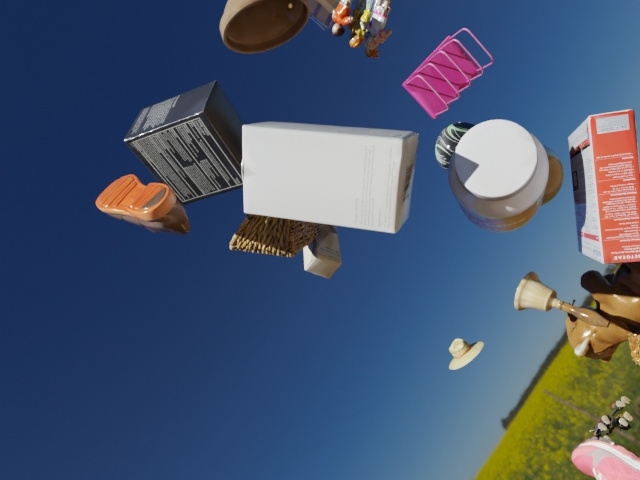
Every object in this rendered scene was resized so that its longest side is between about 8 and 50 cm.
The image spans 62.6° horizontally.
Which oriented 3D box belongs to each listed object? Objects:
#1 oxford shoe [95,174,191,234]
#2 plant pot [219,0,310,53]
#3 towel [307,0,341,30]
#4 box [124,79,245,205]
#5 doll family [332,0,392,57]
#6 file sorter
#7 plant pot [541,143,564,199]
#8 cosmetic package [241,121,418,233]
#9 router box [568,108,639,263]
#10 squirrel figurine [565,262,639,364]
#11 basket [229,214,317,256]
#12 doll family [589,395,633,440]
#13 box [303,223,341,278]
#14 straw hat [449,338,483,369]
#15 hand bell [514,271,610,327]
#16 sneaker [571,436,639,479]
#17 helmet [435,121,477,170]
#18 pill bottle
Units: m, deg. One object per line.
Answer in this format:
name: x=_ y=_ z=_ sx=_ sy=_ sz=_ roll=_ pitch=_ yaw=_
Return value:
oxford shoe: x=-0.475 y=-0.080 z=1.388 sx=0.130 sy=0.363 sz=0.133 roll=-51 pitch=-48 yaw=-20
plant pot: x=-0.154 y=-0.592 z=1.344 sx=0.237 sy=0.110 sz=0.237 roll=-21 pitch=-9 yaw=-3
towel: x=0.018 y=-0.901 z=1.806 sx=0.209 sy=0.034 sz=0.285 roll=32 pitch=-96 yaw=-30
box: x=-0.386 y=-0.296 z=1.657 sx=0.183 sy=0.293 sz=0.296 roll=-81 pitch=-30 yaw=-41
doll family: x=0.136 y=-0.603 z=1.469 sx=0.118 sy=0.263 sz=0.163 roll=-5 pitch=-58 yaw=-33
file sorter: x=0.527 y=-0.684 z=2.147 sx=0.291 sy=0.202 sz=0.182 roll=-47 pitch=10 yaw=-4
plant pot: x=0.690 y=-0.218 z=1.766 sx=0.254 sy=0.237 sz=0.237 roll=-13 pitch=-50 yaw=-65
cosmetic package: x=0.016 y=-0.157 z=1.230 sx=0.156 sy=0.384 sz=0.218 roll=-38 pitch=-45 yaw=-62
router box: x=0.637 y=-0.113 z=1.189 sx=0.335 sy=0.082 sz=0.302 roll=-12 pitch=-84 yaw=-71
squirrel figurine: x=0.922 y=0.239 z=1.537 sx=0.280 sy=0.397 sz=0.371 roll=18 pitch=-65 yaw=-40
basket: x=-0.145 y=-0.087 z=1.701 sx=0.299 sy=0.222 sz=0.214 roll=-40 pitch=-45 yaw=-69
doll family: x=0.802 y=0.519 z=1.458 sx=0.193 sy=0.076 sz=0.111 roll=-39 pitch=-27 yaw=-8
box: x=0.000 y=0.000 z=1.952 sx=0.113 sy=0.275 sz=0.094 roll=20 pitch=-51 yaw=-25
straw hat: x=0.456 y=0.355 z=1.719 sx=0.144 sy=0.061 sz=0.144 roll=-40 pitch=-2 yaw=-2
hand bell: x=0.693 y=0.189 z=1.494 sx=0.126 sy=0.242 sz=0.126 roll=-20 pitch=-59 yaw=-36
sneaker: x=0.658 y=0.529 z=1.132 sx=0.136 sy=0.116 sz=0.313 roll=-43 pitch=12 yaw=-20
helmet: x=0.445 y=-0.293 z=1.671 sx=0.169 sy=0.161 sz=0.170 roll=-33 pitch=-42 yaw=-37
pill bottle: x=0.445 y=-0.155 z=1.317 sx=0.229 sy=0.229 sz=0.407 roll=-60 pitch=-21 yaw=5
